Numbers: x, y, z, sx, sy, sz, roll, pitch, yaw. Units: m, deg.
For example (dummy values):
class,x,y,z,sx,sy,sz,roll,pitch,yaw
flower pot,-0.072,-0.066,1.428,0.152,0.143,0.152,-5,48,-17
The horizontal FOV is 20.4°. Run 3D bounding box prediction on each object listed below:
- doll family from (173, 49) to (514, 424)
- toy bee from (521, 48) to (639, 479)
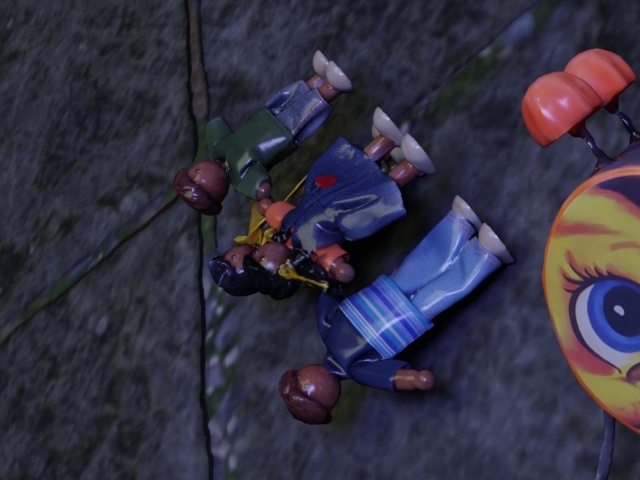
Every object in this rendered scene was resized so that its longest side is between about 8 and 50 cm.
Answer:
class,x,y,z,sx,sy,sz,roll,pitch,yaw
doll family,0.000,0.000,0.767,0.111,0.076,0.193,-39,30,-1
toy bee,0.126,0.016,0.485,0.298,0.162,0.195,-23,8,16
